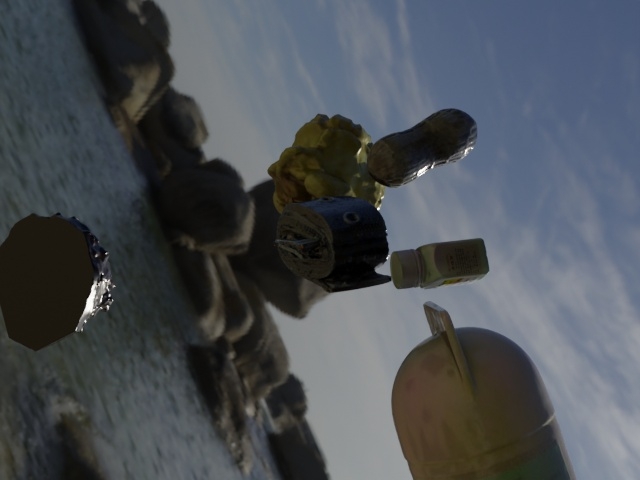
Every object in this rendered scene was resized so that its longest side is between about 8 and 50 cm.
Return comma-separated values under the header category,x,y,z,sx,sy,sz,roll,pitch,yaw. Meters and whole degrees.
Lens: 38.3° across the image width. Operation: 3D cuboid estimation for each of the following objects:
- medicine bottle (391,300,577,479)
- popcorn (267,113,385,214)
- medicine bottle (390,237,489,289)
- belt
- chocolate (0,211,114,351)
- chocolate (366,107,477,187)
category,x,y,z,sx,sy,sz,roll,pitch,yaw
medicine bottle,0.237,0.288,1.384,0.236,0.236,0.406,156,-86,-84
popcorn,0.017,-0.109,1.720,0.255,0.195,0.256,-11,114,-58
medicine bottle,0.156,0.033,1.226,0.074,0.118,0.055,133,-50,-72
belt,0.001,0.000,1.345,0.218,0.128,0.122,-160,-116,-67
chocolate,-0.420,0.065,1.592,0.177,0.206,0.224,13,54,-65
chocolate,0.135,-0.122,1.200,0.072,0.167,0.072,53,-23,33
